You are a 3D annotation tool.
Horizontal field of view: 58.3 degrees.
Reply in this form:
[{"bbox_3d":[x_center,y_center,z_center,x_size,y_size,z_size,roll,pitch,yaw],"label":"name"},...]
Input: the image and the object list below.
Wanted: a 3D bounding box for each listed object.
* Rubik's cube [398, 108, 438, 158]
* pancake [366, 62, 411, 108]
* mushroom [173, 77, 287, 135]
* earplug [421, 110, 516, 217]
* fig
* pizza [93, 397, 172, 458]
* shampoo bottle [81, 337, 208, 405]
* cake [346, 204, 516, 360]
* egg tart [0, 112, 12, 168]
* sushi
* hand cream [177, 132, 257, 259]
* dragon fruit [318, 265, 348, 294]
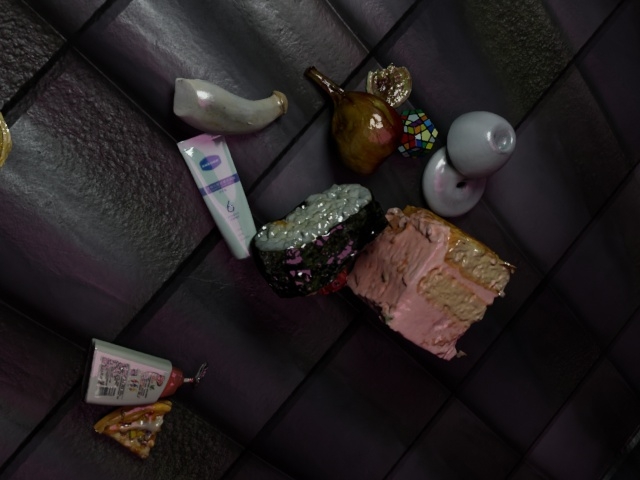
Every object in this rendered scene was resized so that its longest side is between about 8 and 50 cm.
[{"bbox_3d":[0.245,-0.279,1.509,0.112,0.133,0.133,26,92,-1],"label":"Rubik's cube"},{"bbox_3d":[0.180,-0.398,1.495,0.130,0.022,0.116,-24,114,-14],"label":"pancake"},{"bbox_3d":[-0.197,-0.295,1.302,0.270,0.103,0.118,-1,111,-37],"label":"mushroom"},{"bbox_3d":[0.407,-0.205,1.578,0.214,0.175,0.325,-2,135,-27],"label":"earplug"},{"bbox_3d":[0.082,-0.297,1.387,0.190,0.191,0.290,-46,120,-8],"label":"fig"},{"bbox_3d":[-0.463,0.479,1.423,0.185,0.036,0.176,-3,106,-25],"label":"pizza"},{"bbox_3d":[-0.419,0.325,1.383,0.284,0.071,0.153,12,97,-31],"label":"shampoo bottle"},{"bbox_3d":[0.271,0.089,1.525,0.293,0.314,0.306,27,100,-27],"label":"cake"},{"bbox_3d":[-0.695,-0.199,1.094,0.191,0.074,0.191,-6,107,-22],"label":"egg tart"},{"bbox_3d":[0.000,0.000,1.404,0.350,0.211,0.170,-36,124,-25],"label":"sushi"},{"bbox_3d":[-0.229,-0.101,1.372,0.109,0.067,0.320,-26,107,-17],"label":"hand cream"},{"bbox_3d":[0.034,0.090,1.538,0.112,0.068,0.126,36,87,-32],"label":"dragon fruit"}]
